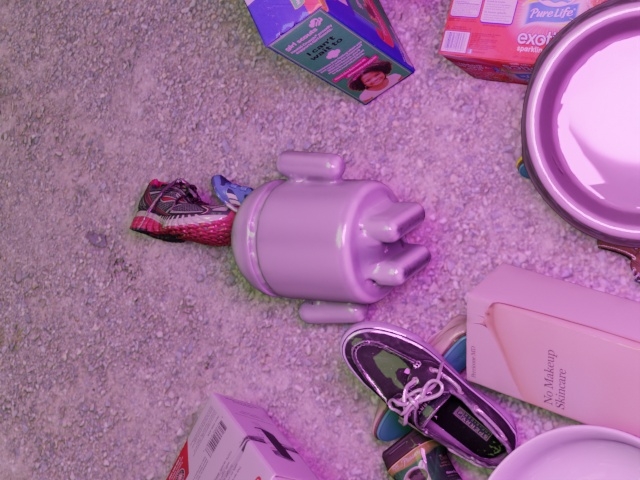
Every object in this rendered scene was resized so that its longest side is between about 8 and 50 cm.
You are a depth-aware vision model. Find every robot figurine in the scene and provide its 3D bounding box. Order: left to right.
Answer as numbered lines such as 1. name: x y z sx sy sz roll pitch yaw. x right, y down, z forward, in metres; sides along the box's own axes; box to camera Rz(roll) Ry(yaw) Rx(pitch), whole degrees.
1. robot figurine: 0.000 0.000 1.712 0.353 0.200 0.300 3 107 33

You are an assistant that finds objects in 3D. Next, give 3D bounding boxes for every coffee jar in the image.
1. coffee jar: 0.174 0.377 1.597 0.096 0.079 0.184 -43 62 23

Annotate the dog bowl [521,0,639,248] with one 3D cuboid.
1. dog bowl: 0.431 -0.157 1.387 0.349 0.102 0.349 2 97 15

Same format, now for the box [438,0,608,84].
1. box: 0.352 -0.318 1.577 0.300 0.142 0.154 12 88 34

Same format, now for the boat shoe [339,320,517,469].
1. boat shoe: 0.154 0.234 1.546 0.306 0.105 0.113 40 105 3

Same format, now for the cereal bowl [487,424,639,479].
1. cereal bowl: 0.372 0.415 1.364 0.339 0.141 0.339 -11 71 33

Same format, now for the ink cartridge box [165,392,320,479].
1. ink cartridge box: -0.130 0.407 1.715 0.197 0.114 0.273 -62 33 8

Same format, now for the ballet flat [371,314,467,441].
1. ballet flat: 0.163 0.211 1.647 0.248 0.086 0.086 -47 60 15

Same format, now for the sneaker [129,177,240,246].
1. sneaker: -0.245 -0.058 1.913 0.299 0.121 0.112 6 79 46

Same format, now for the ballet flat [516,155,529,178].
1. ballet flat: 0.406 -0.148 1.560 0.231 0.077 0.077 -12 53 28

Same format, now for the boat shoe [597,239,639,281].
1. boat shoe: 0.471 0.033 1.477 0.183 0.066 0.066 18 92 34

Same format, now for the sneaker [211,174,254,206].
1. sneaker: -0.142 -0.078 1.911 0.144 0.053 0.059 45 107 22

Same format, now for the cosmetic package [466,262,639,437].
1. cosmetic package: 0.363 0.157 1.459 0.309 0.113 0.160 16 124 34

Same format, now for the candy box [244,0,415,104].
1. candy box: -0.009 -0.396 1.723 0.122 0.317 0.268 -35 64 23
